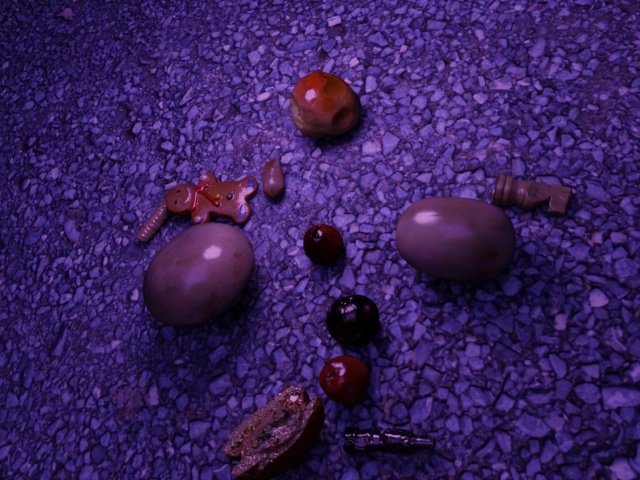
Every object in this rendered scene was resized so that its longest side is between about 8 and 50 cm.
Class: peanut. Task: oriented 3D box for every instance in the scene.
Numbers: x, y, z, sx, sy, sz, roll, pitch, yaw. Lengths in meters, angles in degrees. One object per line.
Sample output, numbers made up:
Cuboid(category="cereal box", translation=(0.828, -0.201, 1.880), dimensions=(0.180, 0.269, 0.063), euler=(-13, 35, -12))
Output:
Cuboid(category="peanut", translation=(-0.158, -0.205, 1.814), dimensions=(0.076, 0.076, 0.152), euler=(-14, 64, 15))

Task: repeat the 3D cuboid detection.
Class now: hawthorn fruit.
Cuboid(category="hawthorn fruit", translation=(0.060, 0.361, 1.428), dimensions=(0.133, 0.138, 0.132), euler=(-7, 68, 19))

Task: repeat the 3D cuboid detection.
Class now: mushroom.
Cuboid(category="mushroom", translation=(-0.349, 0.121, 1.651), dimensions=(0.362, 0.294, 0.362), euler=(-26, 31, 17))

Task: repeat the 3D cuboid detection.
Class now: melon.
Cuboid(category="melon", translation=(0.355, -0.004, 1.432), dimensions=(0.317, 0.223, 0.223), euler=(7, 69, 19))

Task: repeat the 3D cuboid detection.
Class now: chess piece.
Cuboid(category="chess piece", translation=(0.577, -0.125, 1.489), dimensions=(0.200, 0.090, 0.090), euler=(12, 71, 14))

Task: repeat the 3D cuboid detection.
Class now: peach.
Cuboid(category="peach", translation=(0.022, -0.436, 1.785), dimensions=(0.236, 0.214, 0.214), euler=(0, 61, -18))

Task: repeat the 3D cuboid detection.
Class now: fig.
Cuboid(category="fig", translation=(0.009, 0.011, 1.619), dimensions=(0.128, 0.150, 0.128), euler=(0, 93, -4))

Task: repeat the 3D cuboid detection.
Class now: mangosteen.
Cuboid(category="mangosteen", translation=(0.094, 0.223, 1.486), dimensions=(0.152, 0.152, 0.152), euler=(-9, 64, 18))

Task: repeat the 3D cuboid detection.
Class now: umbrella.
Cuboid(category="umbrella", translation=(0.171, 0.506, 1.366), dimensions=(0.236, 0.059, 0.066), euler=(-4, 87, 18))

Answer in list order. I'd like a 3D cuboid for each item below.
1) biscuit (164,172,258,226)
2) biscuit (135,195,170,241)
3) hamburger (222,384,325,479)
Cuboid(category="biscuit", translation=(-0.381, -0.139, 1.856), dimensions=(0.324, 0.049, 0.205), euler=(5, 69, 14))
Cuboid(category="biscuit", translation=(-0.572, -0.085, 1.930), dimensions=(0.219, 0.055, 0.061), euler=(-53, 24, -9))
Cuboid(category="hamburger", translation=(-0.097, 0.511, 1.412), dimensions=(0.283, 0.156, 0.144), euler=(-38, 39, -5))
